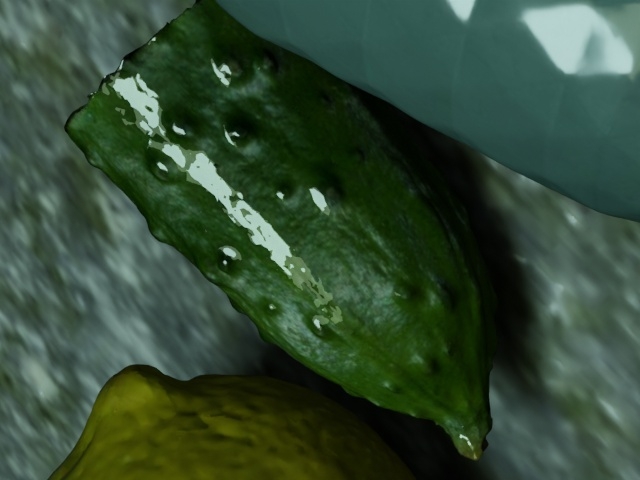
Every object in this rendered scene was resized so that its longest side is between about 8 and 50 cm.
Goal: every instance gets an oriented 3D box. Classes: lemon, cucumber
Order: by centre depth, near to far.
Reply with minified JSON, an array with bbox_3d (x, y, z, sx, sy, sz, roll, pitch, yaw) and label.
[{"bbox_3d":[0.003,-0.002,0.602,0.244,0.134,0.134,52,134,1],"label":"cucumber"},{"bbox_3d":[-0.043,0.184,0.662,0.253,0.228,0.228,55,134,8],"label":"lemon"}]

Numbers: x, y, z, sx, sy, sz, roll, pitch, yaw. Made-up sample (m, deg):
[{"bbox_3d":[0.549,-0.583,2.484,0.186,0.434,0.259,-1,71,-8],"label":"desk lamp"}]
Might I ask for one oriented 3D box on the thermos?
[{"bbox_3d":[0.106,-0.076,0.470,0.286,0.145,0.182,33,161,22],"label":"thermos"}]
